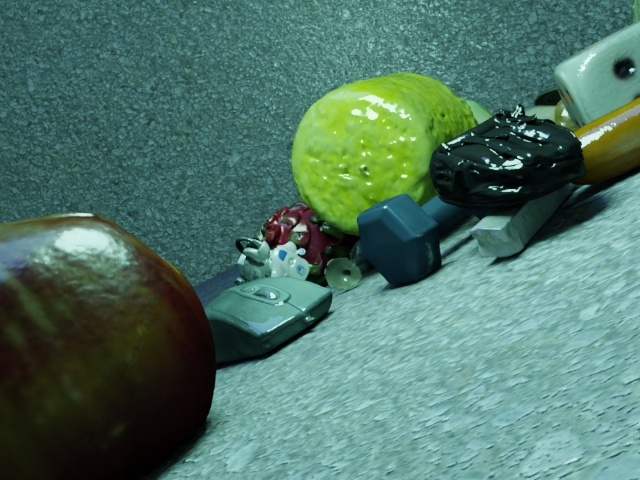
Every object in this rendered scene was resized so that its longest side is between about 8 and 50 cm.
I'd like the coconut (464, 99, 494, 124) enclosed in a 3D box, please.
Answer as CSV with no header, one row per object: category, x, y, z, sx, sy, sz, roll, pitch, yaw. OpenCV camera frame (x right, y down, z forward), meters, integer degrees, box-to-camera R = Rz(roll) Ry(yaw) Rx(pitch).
coconut,0.330,-0.195,1.943,0.205,0.235,0.236,0,-16,-41

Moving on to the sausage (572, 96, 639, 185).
sausage,0.494,-0.169,1.317,0.274,0.105,0.105,-28,5,18

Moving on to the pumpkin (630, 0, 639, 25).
pumpkin,0.777,-0.446,1.656,0.328,0.257,0.291,-33,-9,15

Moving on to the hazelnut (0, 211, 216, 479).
hazelnut,-0.359,0.178,1.164,0.429,0.402,0.402,-36,7,-18

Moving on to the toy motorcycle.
toy motorcycle,-0.093,0.074,1.730,0.221,0.150,0.102,84,-155,-53

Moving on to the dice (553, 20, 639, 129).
dice,0.556,-0.282,1.599,0.194,0.191,0.193,-27,4,8

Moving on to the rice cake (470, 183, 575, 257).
rice cake,0.322,-0.052,1.329,0.073,0.056,0.365,-13,13,34

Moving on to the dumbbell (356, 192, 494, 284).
dumbbell,0.213,-0.054,1.477,0.316,0.156,0.144,-32,37,-31

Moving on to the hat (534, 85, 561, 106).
hat,0.636,-0.386,2.058,0.252,0.109,0.252,0,-8,0

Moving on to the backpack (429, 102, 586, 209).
backpack,0.282,-0.117,1.279,0.206,0.133,0.258,-25,20,-16

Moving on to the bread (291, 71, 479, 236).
bread,0.122,-0.162,1.714,0.348,0.348,0.308,-26,-5,32

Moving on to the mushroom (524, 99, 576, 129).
mushroom,0.488,-0.244,1.976,0.128,0.128,0.350,-31,7,-20

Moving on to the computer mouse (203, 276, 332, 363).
computer mouse,-0.124,0.139,1.584,0.188,0.121,0.371,-33,10,-34

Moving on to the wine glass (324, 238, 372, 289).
wine glass,0.083,0.033,1.753,0.074,0.074,0.262,-27,5,23

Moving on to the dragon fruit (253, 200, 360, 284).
dragon fruit,-0.008,-0.006,1.919,0.273,0.198,0.218,-32,-3,-40

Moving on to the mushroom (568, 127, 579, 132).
mushroom,0.445,-0.163,1.629,0.109,0.084,0.126,-7,-11,1
